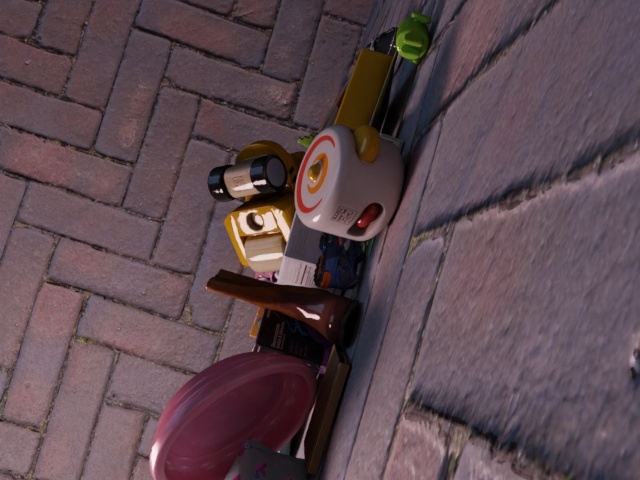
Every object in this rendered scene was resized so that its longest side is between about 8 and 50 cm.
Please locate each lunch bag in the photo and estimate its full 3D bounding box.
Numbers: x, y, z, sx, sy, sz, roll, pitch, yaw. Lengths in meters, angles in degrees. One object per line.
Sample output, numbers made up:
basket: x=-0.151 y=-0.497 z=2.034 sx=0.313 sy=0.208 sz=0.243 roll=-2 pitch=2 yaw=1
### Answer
lunch bag: x=-0.130 y=0.529 z=1.329 sx=0.223 sy=0.160 sz=0.262 roll=-83 pitch=16 yaw=-60

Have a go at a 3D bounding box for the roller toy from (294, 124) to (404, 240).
roller toy: x=0.044 y=-0.104 z=1.345 sx=0.209 sy=0.146 sz=0.191 roll=6 pitch=82 yaw=64

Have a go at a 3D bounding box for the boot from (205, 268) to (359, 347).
boot: x=-0.075 y=0.107 z=1.428 sx=0.264 sy=0.281 sz=0.096 roll=-103 pitch=30 yaw=-81

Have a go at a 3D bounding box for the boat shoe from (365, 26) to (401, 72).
boat shoe: x=0.161 y=-0.490 z=1.986 sx=0.302 sy=0.091 sz=0.114 roll=131 pitch=156 yaw=-79

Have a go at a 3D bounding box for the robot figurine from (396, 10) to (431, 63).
robot figurine: x=0.188 y=-0.413 z=1.538 sx=0.115 sy=0.067 sz=0.101 roll=-79 pitch=-1 yaw=-54

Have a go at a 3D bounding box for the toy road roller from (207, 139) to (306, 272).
toy road roller: x=-0.114 y=-0.100 z=1.969 sx=0.241 sy=0.203 sz=0.329 roll=-38 pitch=-66 yaw=-50

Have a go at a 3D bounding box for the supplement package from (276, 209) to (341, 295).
supplement package: x=0.000 y=0.000 z=1.714 sx=0.204 sy=0.145 sz=0.261 roll=107 pitch=178 yaw=-56

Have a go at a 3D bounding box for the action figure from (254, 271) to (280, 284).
action figure: x=-0.099 y=0.009 z=2.099 sx=0.370 sy=0.276 sz=0.248 roll=-48 pitch=-2 yaw=10

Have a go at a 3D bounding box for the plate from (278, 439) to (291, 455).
plate: x=-0.075 y=0.429 z=1.695 sx=0.188 sy=0.024 sz=0.188 roll=4 pitch=-90 yaw=-89

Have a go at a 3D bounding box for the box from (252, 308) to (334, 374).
box: x=-0.046 y=0.198 z=1.493 sx=0.116 sy=0.162 sz=0.029 roll=-80 pitch=9 yaw=-55

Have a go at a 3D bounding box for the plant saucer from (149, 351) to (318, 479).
plant saucer: x=-0.161 y=0.318 z=1.356 sx=0.084 sy=0.332 sz=0.332 roll=48 pitch=133 yaw=34

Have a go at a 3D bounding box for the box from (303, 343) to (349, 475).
box: x=0.009 y=0.297 z=1.356 sx=0.164 sy=0.021 sz=0.201 roll=-120 pitch=46 yaw=-85

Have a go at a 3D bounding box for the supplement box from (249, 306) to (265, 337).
supplement box: x=-0.067 y=0.205 z=1.660 sx=0.233 sy=0.078 sz=0.080 roll=35 pitch=-108 yaw=-66

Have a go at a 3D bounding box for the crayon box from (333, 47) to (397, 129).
crayon box: x=0.097 y=-0.291 z=1.709 sx=0.323 sy=0.083 sz=0.203 roll=88 pitch=-159 yaw=-77

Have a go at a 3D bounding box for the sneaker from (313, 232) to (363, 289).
sneaker: x=0.045 y=0.015 z=1.516 sx=0.083 sy=0.087 sz=0.221 roll=124 pitch=162 yaw=-51

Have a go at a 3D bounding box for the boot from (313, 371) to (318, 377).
boot: x=-0.064 y=0.287 z=1.563 sx=0.213 sy=0.077 sz=0.165 roll=-10 pitch=-55 yaw=-59

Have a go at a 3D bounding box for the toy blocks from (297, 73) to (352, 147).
toy blocks: x=0.079 y=-0.355 z=2.166 sx=0.260 sy=0.191 sz=0.381 roll=-60 pitch=8 yaw=10

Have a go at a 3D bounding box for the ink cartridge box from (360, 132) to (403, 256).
ink cartridge box: x=0.099 y=-0.091 z=1.525 sx=0.171 sy=0.056 sz=0.235 roll=-151 pitch=80 yaw=-85
